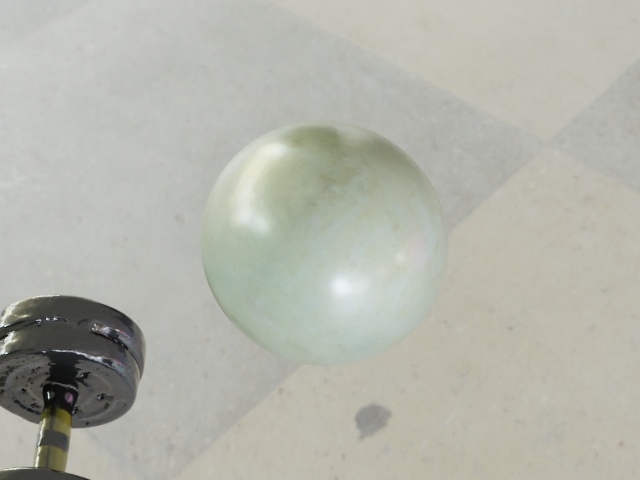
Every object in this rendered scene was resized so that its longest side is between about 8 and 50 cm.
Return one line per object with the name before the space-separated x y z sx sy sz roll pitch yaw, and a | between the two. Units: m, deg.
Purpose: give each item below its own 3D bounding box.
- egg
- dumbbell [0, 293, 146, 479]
egg | 0.000 0.000 0.500 0.114 0.114 0.152 -10 11 -15
dumbbell | -0.286 0.220 1.125 0.185 0.185 0.388 1 49 -4
